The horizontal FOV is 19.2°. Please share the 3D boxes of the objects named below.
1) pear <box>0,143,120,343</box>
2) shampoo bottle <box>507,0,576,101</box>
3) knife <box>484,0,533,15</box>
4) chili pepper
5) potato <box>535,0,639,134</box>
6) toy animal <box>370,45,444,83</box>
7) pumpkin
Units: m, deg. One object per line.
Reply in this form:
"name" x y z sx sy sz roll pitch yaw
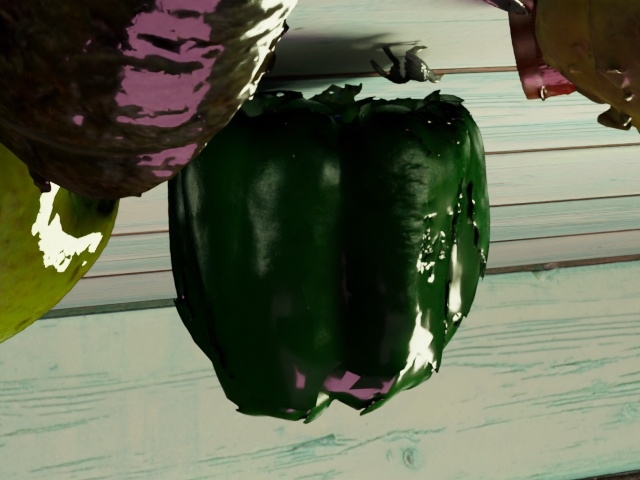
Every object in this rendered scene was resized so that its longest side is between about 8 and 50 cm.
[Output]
"pear" -0.208 -0.039 0.957 0.255 0.238 0.164 -8 168 18
"shampoo bottle" 0.286 -0.154 1.263 0.314 0.076 0.118 -9 177 12
"knife" 0.041 -0.154 1.023 0.123 0.053 0.278 23 -164 38
"chili pepper" 0.000 0.000 1.438 0.248 0.257 0.233 1 -170 10
"potato" 0.277 -0.124 1.137 0.296 0.141 0.192 2 132 12
"toy animal" 0.069 -0.131 1.404 0.050 0.028 0.084 -1 -177 -16
"pumpkin" -0.083 -0.098 0.752 0.278 0.163 0.111 -1 -179 39
